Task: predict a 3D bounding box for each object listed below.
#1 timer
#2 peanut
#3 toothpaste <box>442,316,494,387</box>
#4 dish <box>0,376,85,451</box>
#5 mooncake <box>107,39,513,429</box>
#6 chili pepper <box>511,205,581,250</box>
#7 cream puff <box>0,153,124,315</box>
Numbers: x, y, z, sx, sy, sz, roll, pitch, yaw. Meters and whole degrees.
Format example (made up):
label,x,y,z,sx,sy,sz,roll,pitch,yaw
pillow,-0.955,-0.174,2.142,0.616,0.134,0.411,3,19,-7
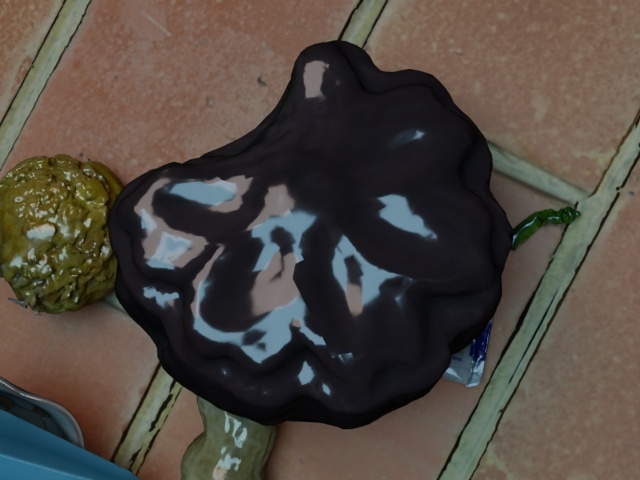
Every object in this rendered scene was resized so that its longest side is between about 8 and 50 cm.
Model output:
label,x,y,z,sx,sy,sz,roll,pitch,yaw
timer,-0.333,0.309,1.084,0.250,0.091,0.232,25,108,-9
peanut,-0.099,0.226,1.103,0.104,0.085,0.228,6,82,33
toothpaste,0.020,0.074,1.108,0.323,0.066,0.100,12,78,11
dish,-0.352,0.234,1.147,0.229,0.081,0.229,1,110,3
mooncake,0.000,0.000,1.007,0.350,0.212,0.381,40,76,11
chili pepper,0.232,-0.018,1.089,0.083,0.022,0.027,-26,44,10
cream puff,-0.301,-0.008,1.165,0.189,0.129,0.189,-3,79,16
